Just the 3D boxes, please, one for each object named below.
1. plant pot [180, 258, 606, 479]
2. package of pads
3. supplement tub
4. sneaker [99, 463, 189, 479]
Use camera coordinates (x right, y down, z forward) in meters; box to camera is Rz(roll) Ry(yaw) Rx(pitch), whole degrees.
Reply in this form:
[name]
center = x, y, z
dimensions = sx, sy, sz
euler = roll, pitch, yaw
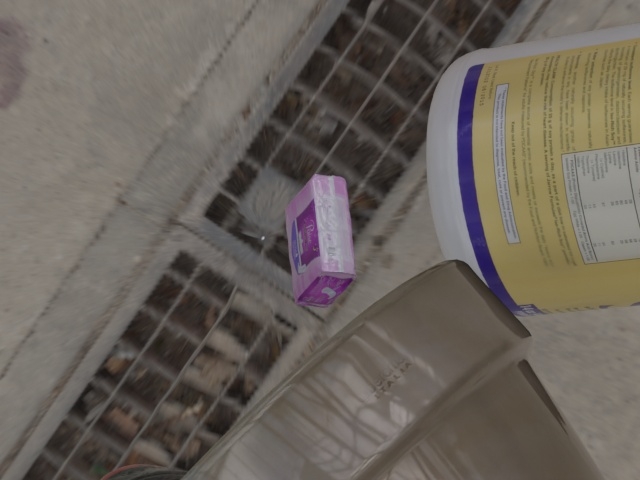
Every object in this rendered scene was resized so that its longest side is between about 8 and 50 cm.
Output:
[plant pot]
center = 0.065, 0.218, 0.969
dimensions = 0.280, 0.323, 0.323
euler = 43, 89, 13
[package of pads]
center = 0.000, 0.000, 1.230
dimensions = 0.032, 0.050, 0.083
euler = 9, 56, -24
[supplement tub]
center = 0.281, -0.065, 1.498
dimensions = 0.331, 0.241, 0.241
euler = -7, 90, 27
[sneaker]
center = -0.043, 0.173, 0.983
dimensions = 0.097, 0.276, 0.135
euler = -42, 132, -25
